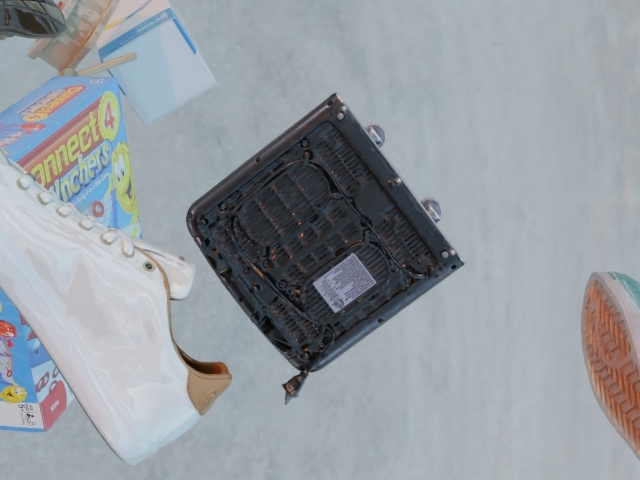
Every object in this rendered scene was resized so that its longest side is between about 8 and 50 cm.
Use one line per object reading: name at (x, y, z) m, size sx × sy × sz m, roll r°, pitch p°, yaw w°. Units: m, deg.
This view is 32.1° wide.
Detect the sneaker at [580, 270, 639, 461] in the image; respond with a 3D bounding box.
sneaker at (0.330, 0.135, 0.985) m, size 0.302 × 0.121 × 0.108 m, roll -109°, pitch -159°, yaw -51°

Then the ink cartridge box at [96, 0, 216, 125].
ink cartridge box at (-0.335, -0.379, 2.213) m, size 0.171 × 0.168 × 0.233 m, roll 57°, pitch 3°, yaw -35°

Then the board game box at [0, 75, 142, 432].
board game box at (-0.305, 0.004, 1.258) m, size 0.308 × 0.086 × 0.302 m, roll -62°, pitch 151°, yaw -60°

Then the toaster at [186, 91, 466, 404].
toaster at (0.000, 0.000, 0.885) m, size 0.168 × 0.185 × 0.110 m, roll 52°, pitch 9°, yaw -1°

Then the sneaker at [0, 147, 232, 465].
sneaker at (-0.166, 0.011, 0.799) m, size 0.290 × 0.123 × 0.106 m, roll 58°, pitch -5°, yaw -13°

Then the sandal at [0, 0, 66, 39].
sandal at (-0.486, -0.329, 1.665) m, size 0.219 × 0.060 × 0.090 m, roll -20°, pitch 87°, yaw -41°

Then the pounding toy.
pounding toy at (-0.413, -0.356, 1.983) m, size 0.155 × 0.154 × 0.270 m, roll 34°, pitch 61°, yaw -22°
